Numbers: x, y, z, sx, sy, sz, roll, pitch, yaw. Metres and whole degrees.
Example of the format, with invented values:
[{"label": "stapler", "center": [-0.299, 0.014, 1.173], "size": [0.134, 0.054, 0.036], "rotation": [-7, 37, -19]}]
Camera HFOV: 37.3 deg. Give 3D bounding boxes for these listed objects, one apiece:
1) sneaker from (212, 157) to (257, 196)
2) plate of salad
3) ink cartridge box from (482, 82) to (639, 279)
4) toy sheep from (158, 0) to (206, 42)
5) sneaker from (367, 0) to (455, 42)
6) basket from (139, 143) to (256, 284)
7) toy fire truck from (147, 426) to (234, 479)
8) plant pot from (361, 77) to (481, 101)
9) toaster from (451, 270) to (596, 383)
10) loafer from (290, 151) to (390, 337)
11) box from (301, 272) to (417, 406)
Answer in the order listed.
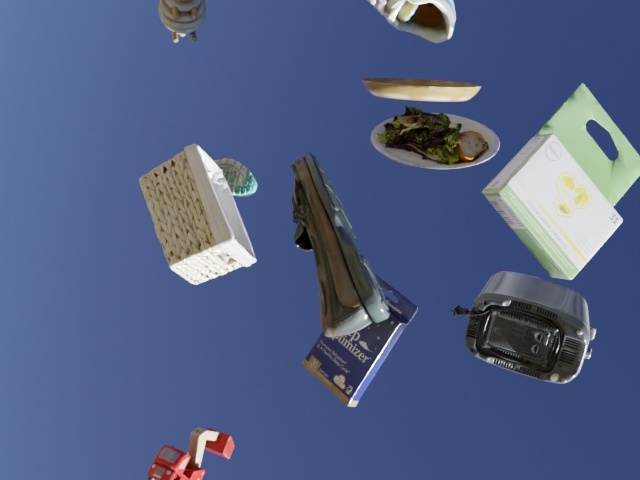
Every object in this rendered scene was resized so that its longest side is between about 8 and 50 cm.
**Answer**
[{"label": "sneaker", "center": [-0.172, -0.112, 1.701], "size": [0.166, 0.076, 0.065], "rotation": [19, -95, 33]}, {"label": "plate of salad", "center": [0.178, -0.165, 1.470], "size": [0.200, 0.200, 0.048], "rotation": [45, -36, 48]}, {"label": "ink cartridge box", "center": [0.358, -0.086, 1.326], "size": [0.235, 0.171, 0.056], "rotation": [-46, -165, -13]}, {"label": "toy sheep", "center": [-0.239, -0.395, 1.640], "size": [0.132, 0.091, 0.091], "rotation": [117, -35, -59]}, {"label": "sneaker", "center": [0.096, -0.351, 1.296], "size": [0.087, 0.229, 0.092], "rotation": [-45, -145, 38]}, {"label": "basket", "center": [-0.177, -0.032, 1.354], "size": [0.103, 0.113, 0.167], "rotation": [-26, -113, 6]}, {"label": "toy fire truck", "center": [-0.210, 0.359, 1.562], "size": [0.047, 0.192, 0.135], "rotation": [17, -114, 20]}, {"label": "plant pot", "center": [0.199, -0.299, 1.882], "size": [0.236, 0.236, 0.032], "rotation": [22, -67, 54]}, {"label": "toaster", "center": [0.334, 0.134, 1.556], "size": [0.227, 0.146, 0.129], "rotation": [16, -67, 15]}, {"label": "loafer", "center": [0.000, 0.000, 1.176], "size": [0.084, 0.096, 0.267], "rotation": [-28, -127, 6]}, {"label": "box", "center": [0.072, 0.180, 1.777], "size": [0.136, 0.036, 0.225], "rotation": [38, -80, 36]}]
